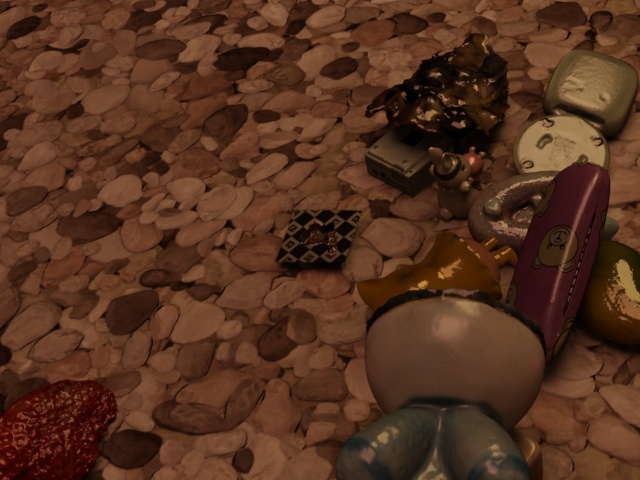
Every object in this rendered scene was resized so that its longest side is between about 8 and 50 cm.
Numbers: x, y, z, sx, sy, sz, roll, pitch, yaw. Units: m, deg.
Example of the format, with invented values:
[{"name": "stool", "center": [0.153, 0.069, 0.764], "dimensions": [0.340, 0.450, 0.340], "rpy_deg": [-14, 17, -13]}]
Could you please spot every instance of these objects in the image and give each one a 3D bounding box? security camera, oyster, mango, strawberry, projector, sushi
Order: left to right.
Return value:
[{"name": "strawberry", "center": [-0.408, 0.281, 1.667], "dimensions": [0.175, 0.107, 0.236], "rpy_deg": [-2, 44, 13]}, {"name": "sushi", "center": [0.000, 0.000, 1.899], "dimensions": [0.126, 0.026, 0.120], "rpy_deg": [1, 48, 22]}, {"name": "projector", "center": [0.165, -0.157, 1.986], "dimensions": [0.147, 0.061, 0.115], "rpy_deg": [-40, 50, -23]}, {"name": "oyster", "center": [0.250, -0.271, 2.007], "dimensions": [0.221, 0.096, 0.361], "rpy_deg": [29, 42, 26]}, {"name": "security camera", "center": [0.427, -0.189, 1.937], "dimensions": [0.157, 0.080, 0.301], "rpy_deg": [22, 65, 14]}, {"name": "mango", "center": [0.421, 0.075, 1.658], "dimensions": [0.122, 0.085, 0.191], "rpy_deg": [-13, 41, 1]}]

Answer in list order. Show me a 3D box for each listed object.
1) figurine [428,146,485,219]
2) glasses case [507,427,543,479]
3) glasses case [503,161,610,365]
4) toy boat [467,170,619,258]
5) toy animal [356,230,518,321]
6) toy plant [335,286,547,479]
[{"name": "figurine", "center": [0.217, -0.113, 1.864], "dimensions": [0.081, 0.146, 0.098], "rpy_deg": [12, 49, 27]}, {"name": "glasses case", "center": [0.133, 0.359, 1.455], "dimensions": [0.144, 0.076, 0.336], "rpy_deg": [26, 57, 36]}, {"name": "glasses case", "center": [0.335, 0.034, 1.648], "dimensions": [0.123, 0.076, 0.316], "rpy_deg": [-12, 55, 64]}, {"name": "toy boat", "center": [0.341, -0.046, 1.786], "dimensions": [0.227, 0.085, 0.155], "rpy_deg": [-7, 59, 8]}, {"name": "toy animal", "center": [0.183, 0.067, 1.697], "dimensions": [0.230, 0.156, 0.156], "rpy_deg": [-31, 45, -21]}, {"name": "toy plant", "center": [0.140, 0.250, 1.358], "dimensions": [0.247, 0.247, 0.332], "rpy_deg": [0, 49, 16]}]
